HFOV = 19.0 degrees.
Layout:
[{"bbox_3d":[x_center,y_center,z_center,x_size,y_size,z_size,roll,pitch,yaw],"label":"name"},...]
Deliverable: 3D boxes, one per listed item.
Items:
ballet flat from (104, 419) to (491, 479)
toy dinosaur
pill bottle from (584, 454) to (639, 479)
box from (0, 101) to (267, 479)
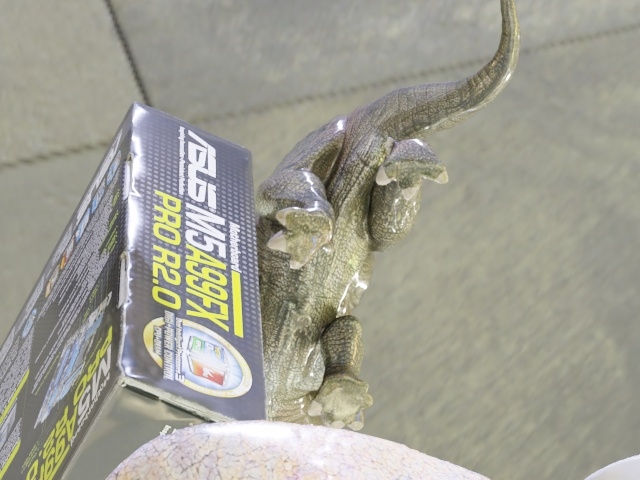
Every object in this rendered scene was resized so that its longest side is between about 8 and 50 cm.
[{"bbox_3d":[0.082,0.145,0.499,0.316,0.106,0.107,30,85,-12],"label":"ballet flat"},{"bbox_3d":[0.000,0.000,0.990,0.121,0.160,0.313,17,100,-10],"label":"toy dinosaur"},{"bbox_3d":[0.290,0.341,1.481,0.188,0.188,0.333,1,54,-12],"label":"pill bottle"},{"bbox_3d":[-0.111,0.105,0.786,0.060,0.270,0.216,24,25,-17],"label":"box"}]
